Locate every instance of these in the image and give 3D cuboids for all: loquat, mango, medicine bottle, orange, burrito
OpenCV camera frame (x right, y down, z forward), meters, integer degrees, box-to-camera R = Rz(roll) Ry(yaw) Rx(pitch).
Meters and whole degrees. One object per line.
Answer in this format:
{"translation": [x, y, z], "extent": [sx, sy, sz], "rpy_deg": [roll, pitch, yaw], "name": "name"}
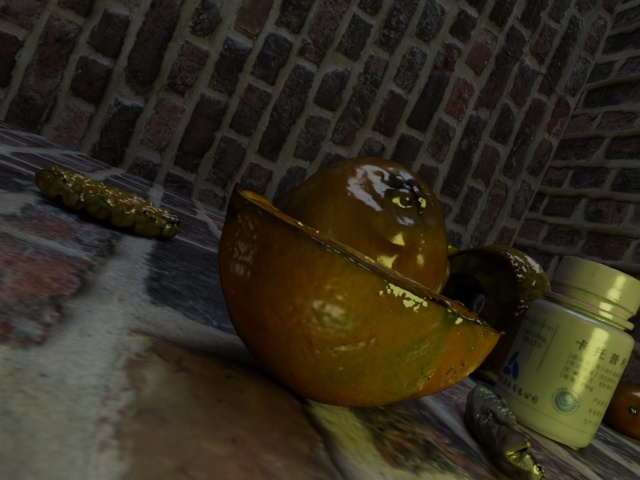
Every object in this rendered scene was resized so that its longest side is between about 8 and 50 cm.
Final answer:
{"translation": [0.073, 0.013, 0.862], "extent": [0.329, 0.328, 0.328], "rpy_deg": [24, 2, -1], "name": "loquat"}
{"translation": [0.748, 0.410, 1.151], "extent": [0.152, 0.120, 0.221], "rpy_deg": [27, -5, 8], "name": "mango"}
{"translation": [0.430, 0.186, 0.818], "extent": [0.170, 0.292, 0.170], "rpy_deg": [24, 0, 0], "name": "medicine bottle"}
{"translation": [0.034, 0.052, 0.508], "extent": [0.274, 0.274, 0.310], "rpy_deg": [25, -32, 47], "name": "orange"}
{"translation": [0.223, 0.233, 0.587], "extent": [0.063, 0.058, 0.229], "rpy_deg": [19, -1, 5], "name": "burrito"}

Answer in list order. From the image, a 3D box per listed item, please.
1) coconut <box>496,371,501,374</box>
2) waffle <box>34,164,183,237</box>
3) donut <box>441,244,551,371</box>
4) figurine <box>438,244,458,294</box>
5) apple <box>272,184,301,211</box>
{"translation": [0.533, 0.261, 1.182], "extent": [0.231, 0.226, 0.227], "rpy_deg": [25, 2, 36], "name": "coconut"}
{"translation": [-0.458, -0.082, 1.032], "extent": [0.330, 0.062, 0.329], "rpy_deg": [25, 3, -1], "name": "waffle"}
{"translation": [0.361, 0.153, 1.116], "extent": [0.160, 0.329, 0.330], "rpy_deg": [9, 9, -32], "name": "donut"}
{"translation": [0.204, 0.100, 1.072], "extent": [0.216, 0.228, 0.215], "rpy_deg": [15, 23, -6], "name": "figurine"}
{"translation": [0.000, 0.000, 1.189], "extent": [0.345, 0.269, 0.345], "rpy_deg": [25, 1, 0], "name": "apple"}
